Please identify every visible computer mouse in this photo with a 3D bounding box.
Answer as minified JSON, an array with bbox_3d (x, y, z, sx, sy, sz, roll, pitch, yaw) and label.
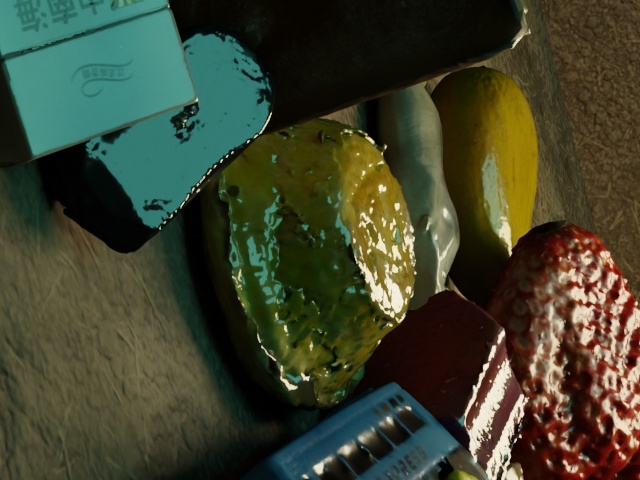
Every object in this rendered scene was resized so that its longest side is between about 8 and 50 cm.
[{"bbox_3d":[-0.125,-0.084,1.324,0.122,0.073,0.217,55,51,-11],"label":"computer mouse"}]

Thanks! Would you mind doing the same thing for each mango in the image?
[{"bbox_3d":[0.202,-0.080,2.220,0.195,0.142,0.331,48,36,-45],"label":"mango"}]

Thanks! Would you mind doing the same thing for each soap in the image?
[{"bbox_3d":[0.113,0.157,1.745,0.112,0.182,0.289,68,26,-19],"label":"soap"}]

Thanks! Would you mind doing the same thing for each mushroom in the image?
[{"bbox_3d":[0.105,-0.069,2.014,0.351,0.097,0.109,-92,155,-42],"label":"mushroom"}]

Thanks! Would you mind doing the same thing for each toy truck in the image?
[{"bbox_3d":[0.017,0.237,1.422,0.162,0.161,0.385,47,17,8],"label":"toy truck"}]

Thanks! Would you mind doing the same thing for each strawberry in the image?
[{"bbox_3d":[0.278,0.152,2.048,0.312,0.267,0.351,-21,115,-66],"label":"strawberry"}]

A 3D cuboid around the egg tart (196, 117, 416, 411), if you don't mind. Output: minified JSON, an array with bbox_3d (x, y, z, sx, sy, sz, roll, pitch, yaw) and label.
[{"bbox_3d":[0.000,0.000,1.601,0.341,0.132,0.341,-13,90,-70],"label":"egg tart"}]

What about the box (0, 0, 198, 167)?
[{"bbox_3d":[-0.190,-0.186,1.191,0.155,0.067,0.243,-25,102,-38],"label":"box"}]

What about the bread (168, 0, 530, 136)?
[{"bbox_3d":[-0.035,-0.263,1.391,0.143,0.333,0.323,-74,142,-60],"label":"bread"}]

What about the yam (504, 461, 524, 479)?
[{"bbox_3d":[0.177,0.361,1.863,0.128,0.129,0.238,6,70,-37],"label":"yam"}]
